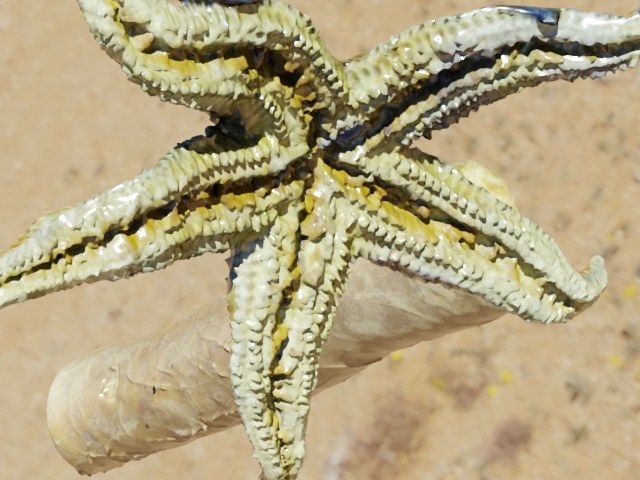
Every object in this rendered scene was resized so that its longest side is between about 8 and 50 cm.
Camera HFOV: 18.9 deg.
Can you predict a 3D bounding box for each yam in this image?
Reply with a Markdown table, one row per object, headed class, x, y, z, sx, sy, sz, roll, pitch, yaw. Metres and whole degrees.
| class | x | y | z | sx | sy | sz | roll | pitch | yaw |
| --- | --- | --- | --- | --- | --- | --- | --- | --- | --- |
| yam | -0.031 | 0.049 | 0.994 | 0.357 | 0.081 | 0.081 | -26 | 43 | 45 |

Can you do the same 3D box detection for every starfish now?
| class | x | y | z | sx | sy | sz | roll | pitch | yaw |
| --- | --- | --- | --- | --- | --- | --- | --- | --- | --- |
| starfish | 0.000 | 0.000 | 0.533 | 0.053 | 0.208 | 0.176 | -127 | 46 | -54 |
